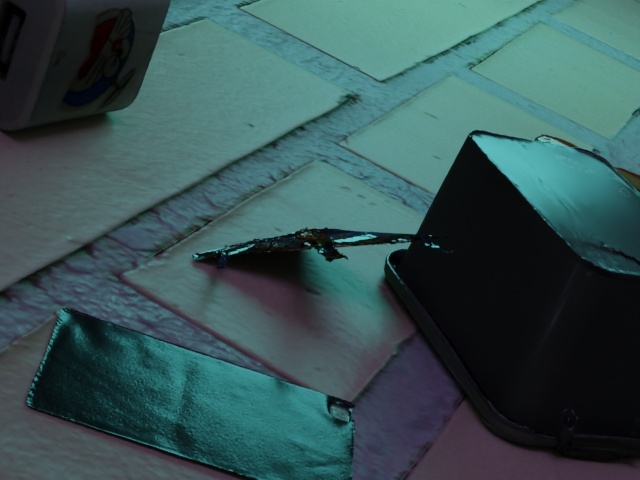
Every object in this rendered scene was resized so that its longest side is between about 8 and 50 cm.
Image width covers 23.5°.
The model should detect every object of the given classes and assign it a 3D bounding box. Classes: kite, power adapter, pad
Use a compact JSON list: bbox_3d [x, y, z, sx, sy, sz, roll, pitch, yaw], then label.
[{"bbox_3d":[0.000,0.000,1.083,0.182,0.010,0.160,-4,9,-7],"label":"kite"},{"bbox_3d":[-0.191,-0.173,1.195,0.125,0.130,0.205,33,27,21],"label":"power adapter"},{"bbox_3d":[-0.070,0.095,0.898,0.193,0.004,0.116,20,24,-8],"label":"pad"}]

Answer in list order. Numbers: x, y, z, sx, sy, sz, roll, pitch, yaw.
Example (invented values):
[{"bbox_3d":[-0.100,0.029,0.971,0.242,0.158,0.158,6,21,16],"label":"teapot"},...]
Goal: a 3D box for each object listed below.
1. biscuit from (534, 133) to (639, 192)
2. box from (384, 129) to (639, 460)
[{"bbox_3d":[0.256,-0.034,1.424,0.165,0.036,0.250,25,24,6],"label":"biscuit"},{"bbox_3d":[0.167,0.029,1.087,0.163,0.135,0.243,9,28,-27],"label":"box"}]
